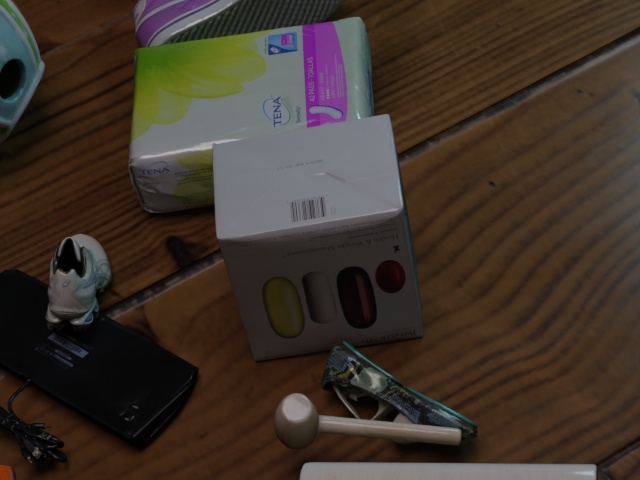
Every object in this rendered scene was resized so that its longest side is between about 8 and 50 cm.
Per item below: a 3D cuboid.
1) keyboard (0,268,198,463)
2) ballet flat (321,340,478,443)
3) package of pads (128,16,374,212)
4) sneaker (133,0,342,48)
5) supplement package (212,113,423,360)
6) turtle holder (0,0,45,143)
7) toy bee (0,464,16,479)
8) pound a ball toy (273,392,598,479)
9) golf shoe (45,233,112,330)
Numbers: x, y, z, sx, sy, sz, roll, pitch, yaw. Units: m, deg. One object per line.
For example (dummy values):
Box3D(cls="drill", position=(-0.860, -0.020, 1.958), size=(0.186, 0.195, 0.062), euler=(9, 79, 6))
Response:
Box3D(cls="keyboard", position=(-0.303, 0.148, 1.776), size=(0.317, 0.033, 0.201), euler=(25, 50, 32))
Box3D(cls="ballet flat", position=(0.076, 0.173, 1.658), size=(0.188, 0.070, 0.070), euler=(30, 59, 35))
Box3D(cls="package of pads", position=(-0.082, -0.151, 1.960), size=(0.296, 0.101, 0.229), euler=(-8, 45, 6))
Box3D(cls="sneaker", position=(-0.116, -0.329, 2.137), size=(0.282, 0.102, 0.161), euler=(-20, 43, -7))
Box3D(cls="supplement package", position=(0.000, 0.000, 1.729), size=(0.194, 0.203, 0.149), euler=(-9, 47, 5))
Box3D(cls="turtle holder", position=(-0.481, -0.198, 1.989), size=(0.243, 0.227, 0.320), euler=(-35, 32, 42))
Box3D(cls="toy bee", position=(-0.458, 0.287, 1.619), size=(0.298, 0.162, 0.195), euler=(16, 39, -6))
Box3D(cls="pound a ball toy", position=(0.097, 0.235, 1.505), size=(0.319, 0.136, 0.208), euler=(0, 61, 11))
Box3D(cls="golf shoe", position=(-0.273, 0.026, 1.830), size=(0.069, 0.086, 0.176), euler=(-1, 30, -4))
